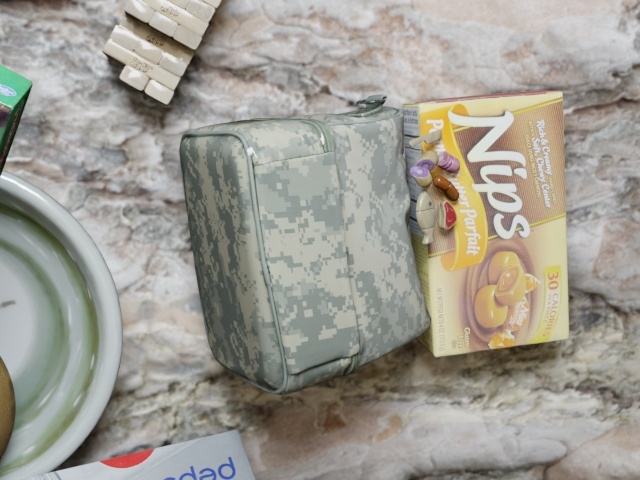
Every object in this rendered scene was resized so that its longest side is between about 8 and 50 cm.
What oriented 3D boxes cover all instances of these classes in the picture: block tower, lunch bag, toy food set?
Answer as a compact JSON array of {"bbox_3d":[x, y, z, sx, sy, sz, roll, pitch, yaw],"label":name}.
[{"bbox_3d":[-0.133,-0.321,0.911,0.091,0.097,0.336,27,92,-14],"label":"block tower"},{"bbox_3d":[0.000,0.000,0.931,0.256,0.212,0.305,-14,103,-28],"label":"lunch bag"},{"bbox_3d":[0.138,-0.063,0.939,0.078,0.019,0.122,-24,109,-37],"label":"toy food set"}]

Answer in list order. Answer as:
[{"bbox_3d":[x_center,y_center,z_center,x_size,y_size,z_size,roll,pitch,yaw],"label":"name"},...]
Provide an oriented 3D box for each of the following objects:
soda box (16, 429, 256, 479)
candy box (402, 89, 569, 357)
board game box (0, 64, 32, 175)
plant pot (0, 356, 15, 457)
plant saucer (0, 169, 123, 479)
[{"bbox_3d":[-0.221,0.313,0.949,0.286,0.098,0.091,-8,137,-23],"label":"soda box"},{"bbox_3d":[0.210,-0.024,1.026,0.182,0.087,0.317,-6,100,-9],"label":"candy box"},{"bbox_3d":[-0.406,-0.070,0.730,0.213,0.046,0.317,28,131,-13],"label":"board game box"},{"bbox_3d":[-0.434,0.203,0.758,0.237,0.254,0.237,-2,100,-9],"label":"plant pot"},{"bbox_3d":[-0.427,0.100,0.922,0.400,0.100,0.401,-2,100,-10],"label":"plant saucer"}]
